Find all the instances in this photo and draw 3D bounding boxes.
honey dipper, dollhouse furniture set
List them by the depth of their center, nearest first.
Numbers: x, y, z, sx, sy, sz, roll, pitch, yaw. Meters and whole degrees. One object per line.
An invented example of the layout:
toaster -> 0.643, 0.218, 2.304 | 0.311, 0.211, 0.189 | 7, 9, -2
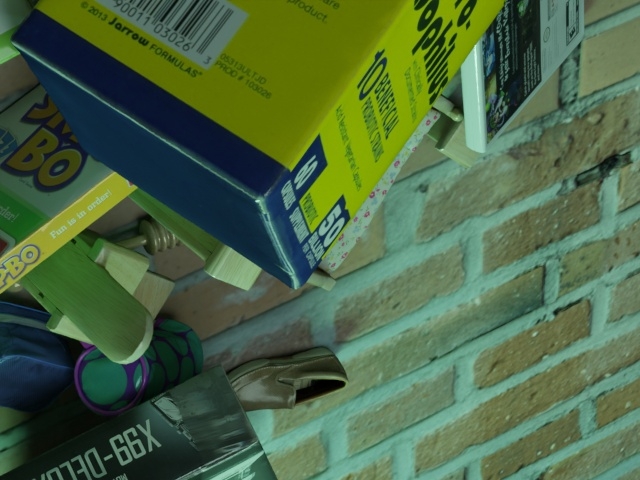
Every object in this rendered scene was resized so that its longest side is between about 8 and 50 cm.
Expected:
dollhouse furniture set -> 0.000, 0.000, 1.410 | 0.355, 0.174, 0.303 | 25, 100, -48
honey dipper -> -0.179, 0.010, 1.423 | 0.161, 0.030, 0.030 | -17, 135, -25

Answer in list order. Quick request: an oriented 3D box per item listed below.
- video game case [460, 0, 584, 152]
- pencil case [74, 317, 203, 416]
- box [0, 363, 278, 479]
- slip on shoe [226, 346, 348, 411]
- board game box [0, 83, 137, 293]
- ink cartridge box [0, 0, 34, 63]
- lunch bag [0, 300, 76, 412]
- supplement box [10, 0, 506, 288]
video game case -> 0.167, -0.194, 1.467 | 0.173, 0.022, 0.190 | -48, 148, -32
pencil case -> -0.148, 0.102, 1.460 | 0.064, 0.070, 0.152 | -23, 177, 13
box -> -0.157, 0.226, 1.499 | 0.242, 0.076, 0.307 | -26, 161, -6
slip on shoe -> -0.037, 0.137, 1.643 | 0.135, 0.041, 0.051 | -12, 133, -30
board game box -> -0.202, -0.049, 1.276 | 0.259, 0.124, 0.039 | -36, 139, -6
ink cartridge box -> -0.314, -0.195, 1.090 | 0.189, 0.097, 0.255 | -30, 105, -13
lunch bag -> -0.248, 0.089, 1.414 | 0.067, 0.065, 0.098 | -39, 144, 23
supplement box -> 0.002, -0.182, 1.146 | 0.356, 0.195, 0.194 | -55, 165, -10
